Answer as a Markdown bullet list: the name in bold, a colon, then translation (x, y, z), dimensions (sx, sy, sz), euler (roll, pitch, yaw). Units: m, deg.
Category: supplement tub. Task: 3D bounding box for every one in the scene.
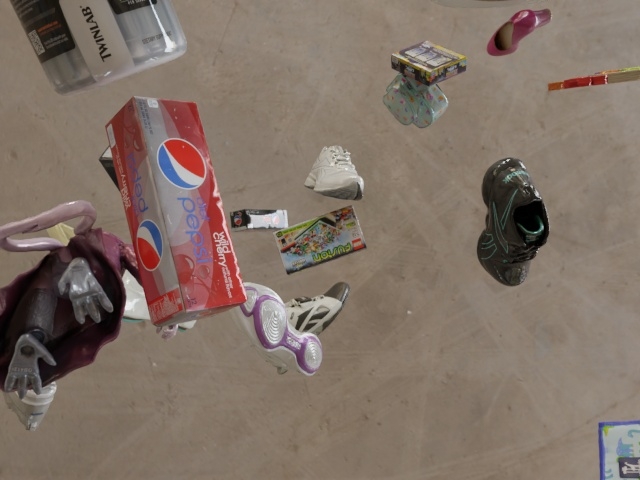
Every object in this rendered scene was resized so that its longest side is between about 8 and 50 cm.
- **supplement tub**: translation (-0.316, -0.364, 0.755), dimensions (0.193, 0.193, 0.316), euler (-30, 113, -24)

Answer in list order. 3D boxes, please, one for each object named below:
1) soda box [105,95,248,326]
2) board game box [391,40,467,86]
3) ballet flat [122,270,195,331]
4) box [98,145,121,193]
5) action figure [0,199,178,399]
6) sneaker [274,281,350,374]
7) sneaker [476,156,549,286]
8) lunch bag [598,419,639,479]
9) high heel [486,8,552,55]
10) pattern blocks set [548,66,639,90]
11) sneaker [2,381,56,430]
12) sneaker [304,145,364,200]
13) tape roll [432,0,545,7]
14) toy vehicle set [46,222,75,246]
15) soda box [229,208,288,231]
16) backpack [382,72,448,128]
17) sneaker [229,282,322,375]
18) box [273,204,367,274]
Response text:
- **soda box**: translation (-0.176, -0.035, 0.711), dimensions (0.092, 0.083, 0.263), euler (-5, 76, -46)
- **board game box**: translation (0.310, -0.511, 1.692), dimensions (0.141, 0.170, 0.048), euler (-25, 134, -22)
- **ballet flat**: translation (-0.402, 0.123, 1.387), dimensions (0.400, 0.139, 0.139), euler (38, 68, -66)
- **box**: translation (-0.364, -0.133, 1.352), dimensions (0.183, 0.232, 0.059), euler (71, 32, -48)
- **action figure**: translation (-0.363, 0.057, 0.861), dimensions (0.248, 0.370, 0.276), euler (-15, 109, -2)
- **sneaker**: translation (-0.049, 0.206, 1.652), dimensions (0.146, 0.122, 0.330), euler (46, 62, -3)
- **sneaker**: translation (0.327, -0.007, 0.997), dimensions (0.101, 0.106, 0.267), euler (-23, 130, -4)
- **lunch bag**: translation (0.450, 0.310, 0.775), dimensions (0.096, 0.151, 0.129), euler (64, 33, -52)
- **high heel**: translation (0.481, -0.532, 1.536), dimensions (0.117, 0.244, 0.082), euler (-20, 98, -19)
- **pattern blocks set**: translation (0.628, -0.341, 1.222), dimensions (0.285, 0.325, 0.026), euler (-3, 102, 15)
- **sneaker**: translation (-0.693, 0.330, 1.339), dimensions (0.105, 0.281, 0.115), euler (14, 96, -39)
- **sneaker**: translation (0.034, -0.174, 1.479), dimensions (0.111, 0.297, 0.129), euler (11, 99, -21)
- **tape roll**: translation (0.446, -0.624, 1.387), dimensions (0.392, 0.392, 0.072), euler (-7, 100, -27)
- **toy vehicle set**: translation (-0.564, 0.057, 1.520), dimensions (0.035, 0.166, 0.267), euler (-44, 149, 4)
- **soda box**: translation (-0.160, -0.052, 1.557), dimensions (0.169, 0.060, 0.053), euler (-1, 83, -53)
- **backpack**: translation (0.298, -0.441, 1.841), dimensions (0.188, 0.166, 0.144), euler (42, 76, -5)
- **sneaker**: translation (-0.122, 0.196, 1.243), dimensions (0.305, 0.152, 0.114), euler (54, 50, -40)
- **box**: translation (0.000, 0.000, 1.447), dimensions (0.207, 0.036, 0.114), euler (-20, 84, 3)
